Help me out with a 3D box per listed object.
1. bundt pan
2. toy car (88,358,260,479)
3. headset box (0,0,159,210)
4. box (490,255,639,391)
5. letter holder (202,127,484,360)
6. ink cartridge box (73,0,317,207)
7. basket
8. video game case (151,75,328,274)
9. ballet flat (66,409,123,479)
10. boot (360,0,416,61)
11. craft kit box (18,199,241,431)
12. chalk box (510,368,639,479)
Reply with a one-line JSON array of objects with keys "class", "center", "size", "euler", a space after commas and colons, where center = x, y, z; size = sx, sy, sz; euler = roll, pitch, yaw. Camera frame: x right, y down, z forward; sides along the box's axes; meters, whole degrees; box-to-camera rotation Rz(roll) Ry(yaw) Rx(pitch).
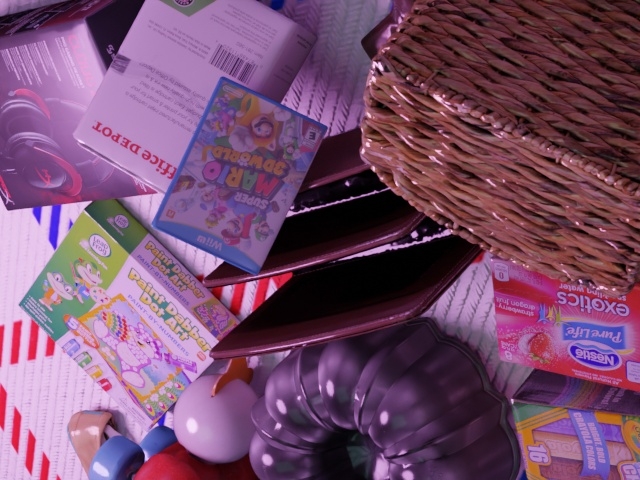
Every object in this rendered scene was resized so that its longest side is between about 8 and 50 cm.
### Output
[{"class": "bundt pan", "center": [0.052, 0.247, 1.705], "size": [0.331, 0.124, 0.331], "euler": [8, 106, 30]}, {"class": "toy car", "center": [-0.129, 0.249, 1.890], "size": [0.219, 0.210, 0.238], "euler": [29, 102, 22]}, {"class": "headset box", "center": [-0.276, -0.161, 1.728], "size": [0.293, 0.110, 0.218], "euler": [-4, 117, 38]}, {"class": "box", "center": [0.306, 0.060, 1.455], "size": [0.257, 0.122, 0.128], "euler": [11, 125, 30]}, {"class": "letter holder", "center": [0.000, 0.000, 1.569], "size": [0.302, 0.214, 0.152], "euler": [-15, 111, 41]}, {"class": "ink cartridge box", "center": [-0.130, -0.159, 1.558], "size": [0.160, 0.092, 0.219], "euler": [31, 95, 14]}, {"class": "basket", "center": [0.214, -0.116, 1.383], "size": [0.299, 0.223, 0.213], "euler": [28, 152, 15]}, {"class": "video game case", "center": [-0.081, -0.064, 1.498], "size": [0.119, 0.015, 0.166], "euler": [25, 95, -8]}, {"class": "ballet flat", "center": [-0.285, 0.342, 2.116], "size": [0.073, 0.080, 0.232], "euler": [-12, 115, 24]}, {"class": "boot", "center": [0.064, -0.226, 1.494], "size": [0.106, 0.037, 0.114], "euler": [46, 140, 3]}, {"class": "craft kit box", "center": [-0.248, 0.097, 1.932], "size": [0.250, 0.061, 0.246], "euler": [44, 133, 2]}, {"class": "chalk box", "center": [0.325, 0.192, 1.529], "size": [0.213, 0.132, 0.132], "euler": [6, 123, 34]}]
